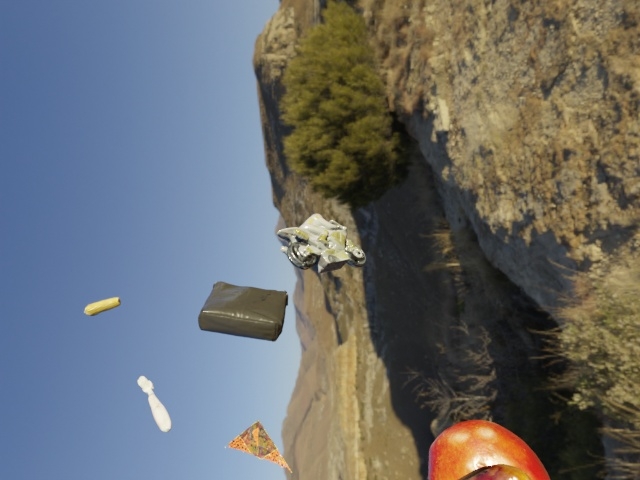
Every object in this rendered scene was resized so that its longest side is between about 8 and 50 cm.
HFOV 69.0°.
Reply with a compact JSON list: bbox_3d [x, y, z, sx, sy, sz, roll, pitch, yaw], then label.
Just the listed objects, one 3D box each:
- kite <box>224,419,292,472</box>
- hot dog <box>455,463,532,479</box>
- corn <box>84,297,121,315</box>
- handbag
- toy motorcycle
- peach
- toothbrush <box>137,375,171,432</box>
[{"bbox_3d":[-0.171,0.549,1.281,0.008,0.222,0.125,-24,-61,-62],"label":"kite"},{"bbox_3d":[0.124,0.317,0.450,0.107,0.326,0.194,60,155,10],"label":"hot dog"},{"bbox_3d":[-0.498,0.152,1.061,0.027,0.083,0.028,84,168,-72],"label":"corn"},{"bbox_3d":[-0.223,0.197,1.397,0.223,0.247,0.080,-86,6,-65],"label":"handbag"},{"bbox_3d":[0.000,0.000,1.026,0.073,0.225,0.152,-50,56,34],"label":"toy motorcycle"},{"bbox_3d":[0.322,0.482,0.917,0.199,0.243,0.243,40,-137,-54],"label":"peach"},{"bbox_3d":[-0.337,0.323,0.937,0.029,0.025,0.307,53,158,-17],"label":"toothbrush"}]
